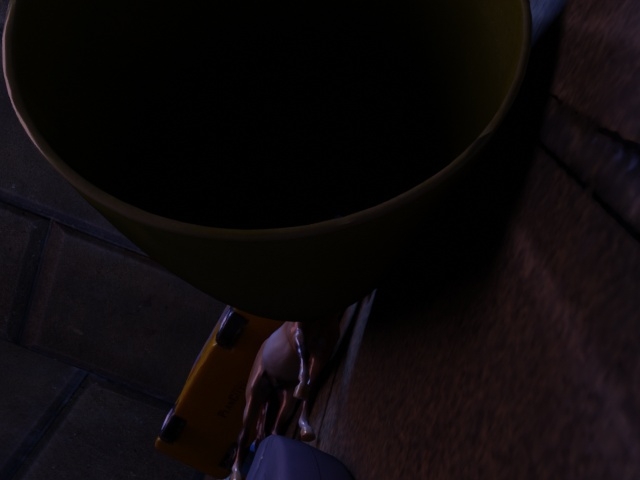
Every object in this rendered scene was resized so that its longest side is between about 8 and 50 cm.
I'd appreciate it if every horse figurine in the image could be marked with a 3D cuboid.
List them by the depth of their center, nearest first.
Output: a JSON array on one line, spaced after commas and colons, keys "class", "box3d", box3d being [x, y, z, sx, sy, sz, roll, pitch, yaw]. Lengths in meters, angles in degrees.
[{"class": "horse figurine", "box3d": [-0.027, 0.132, 0.674, 0.174, 0.066, 0.263, -81, 14, -46]}]

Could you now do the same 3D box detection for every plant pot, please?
[{"class": "plant pot", "box3d": [-0.025, -0.058, 0.491, 0.293, 0.275, 0.275, 87, -159, -63]}]

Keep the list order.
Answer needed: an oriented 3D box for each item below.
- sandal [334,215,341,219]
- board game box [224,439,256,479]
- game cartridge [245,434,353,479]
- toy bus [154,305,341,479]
[{"class": "sandal", "box3d": [0.000, 0.001, 1.094, 0.254, 0.054, 0.097, -82, 14, -75]}, {"class": "board game box", "box3d": [-0.117, 0.333, 1.014, 0.160, 0.039, 0.211, -78, 10, -67]}, {"class": "game cartridge", "box3d": [-0.037, 0.223, 0.404, 0.198, 0.062, 0.297, -64, 3, -5]}, {"class": "toy bus", "box3d": [-0.085, 0.138, 0.834, 0.333, 0.108, 0.130, -58, 10, 30]}]
